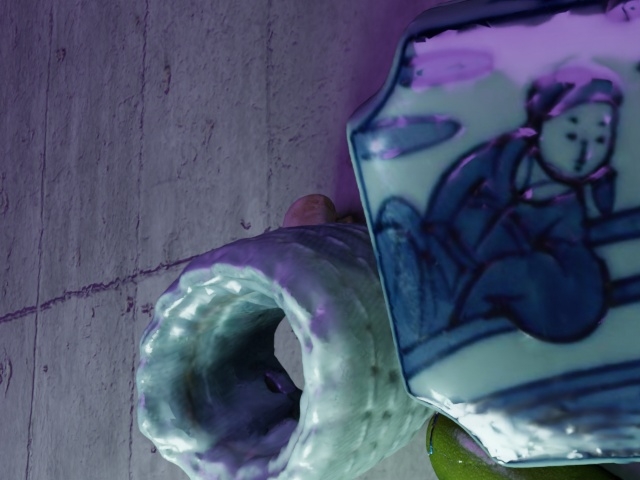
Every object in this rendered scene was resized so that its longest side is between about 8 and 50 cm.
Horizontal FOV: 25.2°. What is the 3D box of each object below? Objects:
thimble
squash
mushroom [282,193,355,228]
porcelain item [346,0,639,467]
[{"bbox_3d":[-0.027,0.101,1.138,0.205,0.172,0.250,53,128,16],"label":"thimble"},{"bbox_3d":[0.177,0.189,0.956,0.331,0.087,0.087,32,108,50],"label":"squash"},{"bbox_3d":[0.000,0.000,1.253,0.068,0.083,0.083,-15,63,6],"label":"mushroom"},{"bbox_3d":[0.173,-0.016,0.830,0.282,0.157,0.285,-6,102,26],"label":"porcelain item"}]
